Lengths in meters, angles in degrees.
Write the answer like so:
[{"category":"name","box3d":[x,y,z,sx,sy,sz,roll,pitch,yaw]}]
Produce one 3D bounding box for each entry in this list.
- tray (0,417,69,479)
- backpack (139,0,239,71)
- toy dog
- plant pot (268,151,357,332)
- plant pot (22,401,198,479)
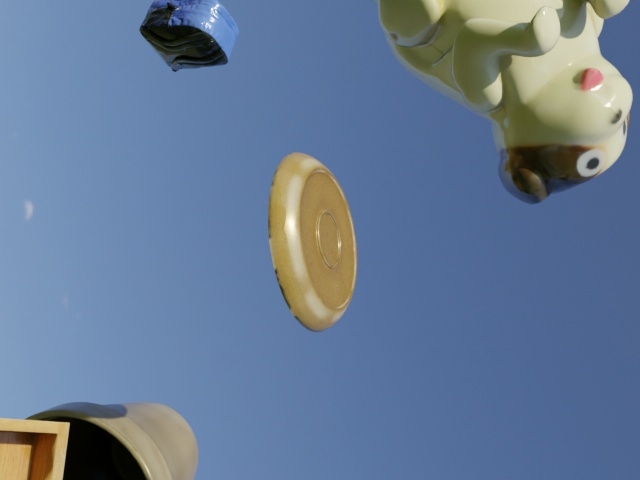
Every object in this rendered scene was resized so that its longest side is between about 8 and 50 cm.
[{"category":"tray","box3d":[-0.401,0.396,0.790,0.076,0.202,0.411,-12,-111,43]},{"category":"backpack","box3d":[-0.178,-0.304,1.066,0.120,0.098,0.101,10,-108,32]},{"category":"toy dog","box3d":[0.266,-0.249,1.085,0.408,0.284,0.395,52,-30,12]},{"category":"plant pot","box3d":[0.000,0.000,0.978,0.032,0.236,0.236,-7,-92,22]},{"category":"plant pot","box3d":[-0.356,0.416,1.319,0.323,0.280,0.323,1,-85,17]}]
